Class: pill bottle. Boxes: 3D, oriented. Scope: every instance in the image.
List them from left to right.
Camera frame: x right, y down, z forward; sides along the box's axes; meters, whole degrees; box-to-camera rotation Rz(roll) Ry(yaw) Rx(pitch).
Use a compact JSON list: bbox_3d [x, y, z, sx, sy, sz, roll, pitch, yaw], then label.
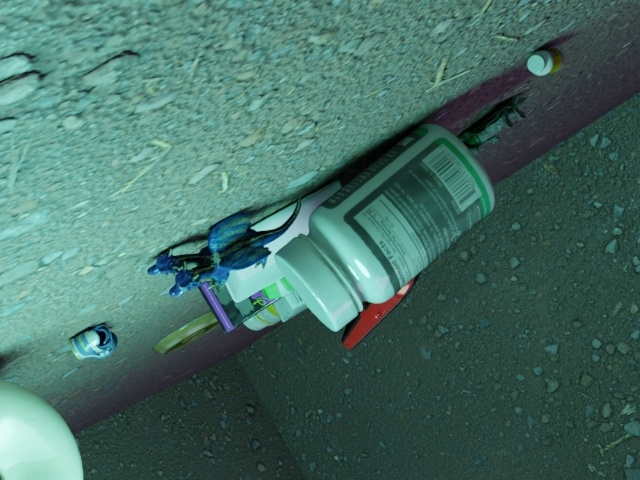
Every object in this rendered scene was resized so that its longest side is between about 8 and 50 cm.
[{"bbox_3d":[-0.127,0.161,2.253,0.208,0.119,0.119,-35,172,37],"label":"pill bottle"},{"bbox_3d":[0.109,-0.022,1.424,0.361,0.204,0.204,-39,174,-10],"label":"pill bottle"},{"bbox_3d":[0.391,-0.311,1.430,0.043,0.043,0.083,-36,172,39],"label":"pill bottle"}]

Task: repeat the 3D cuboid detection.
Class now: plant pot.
[{"bbox_3d":[-0.364,0.261,2.322,0.236,0.032,0.236,-31,173,-4],"label":"plant pot"}]

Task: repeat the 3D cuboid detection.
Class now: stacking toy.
[{"bbox_3d":[-0.631,0.390,1.395,0.350,0.351,0.479,-27,-169,-29],"label":"stacking toy"}]

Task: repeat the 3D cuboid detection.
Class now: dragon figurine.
[{"bbox_3d":[-0.134,0.011,1.320,0.289,0.085,0.144,-28,173,-12],"label":"dragon figurine"}]

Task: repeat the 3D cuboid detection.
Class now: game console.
[{"bbox_3d":[0.165,0.010,1.724,0.342,0.060,0.387,118,-4,-55],"label":"game console"}]

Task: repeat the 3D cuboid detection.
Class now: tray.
[{"bbox_3d":[-0.067,-0.003,1.511,0.270,0.030,0.145,-29,132,-10],"label":"tray"}]

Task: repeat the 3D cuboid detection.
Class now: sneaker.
[{"bbox_3d":[-0.412,0.189,1.543,0.059,0.053,0.144,-34,174,9],"label":"sneaker"}]

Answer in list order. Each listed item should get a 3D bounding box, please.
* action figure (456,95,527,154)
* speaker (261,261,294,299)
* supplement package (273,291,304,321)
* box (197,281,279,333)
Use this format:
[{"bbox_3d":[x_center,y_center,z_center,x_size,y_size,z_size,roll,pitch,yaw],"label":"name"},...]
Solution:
[{"bbox_3d":[0.348,-0.226,1.800,0.137,0.064,0.232,-30,177,-32],"label":"action figure"},{"bbox_3d":[0.000,0.000,1.628,0.296,0.131,0.131,-30,173,-10],"label":"speaker"},{"bbox_3d":[-0.024,0.059,1.844,0.203,0.149,0.194,-29,172,-15],"label":"supplement package"},{"bbox_3d":[-0.164,0.106,1.733,0.162,0.116,0.029,-33,174,16],"label":"box"}]
